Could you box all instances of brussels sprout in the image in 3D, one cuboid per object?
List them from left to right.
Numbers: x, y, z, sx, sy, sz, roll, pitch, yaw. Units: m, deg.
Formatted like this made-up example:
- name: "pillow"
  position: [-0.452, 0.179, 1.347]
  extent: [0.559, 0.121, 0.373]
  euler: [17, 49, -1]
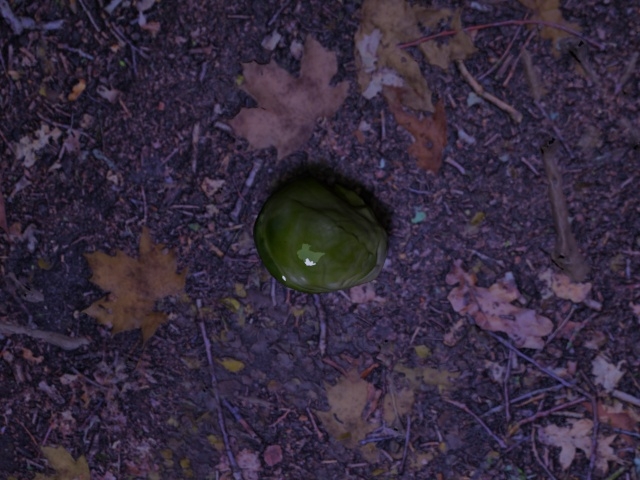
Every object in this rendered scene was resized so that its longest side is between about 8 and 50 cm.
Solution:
- name: "brussels sprout"
  position: [-0.004, 0.004, 0.987]
  extent: [0.183, 0.145, 0.131]
  euler: [37, 136, 6]
